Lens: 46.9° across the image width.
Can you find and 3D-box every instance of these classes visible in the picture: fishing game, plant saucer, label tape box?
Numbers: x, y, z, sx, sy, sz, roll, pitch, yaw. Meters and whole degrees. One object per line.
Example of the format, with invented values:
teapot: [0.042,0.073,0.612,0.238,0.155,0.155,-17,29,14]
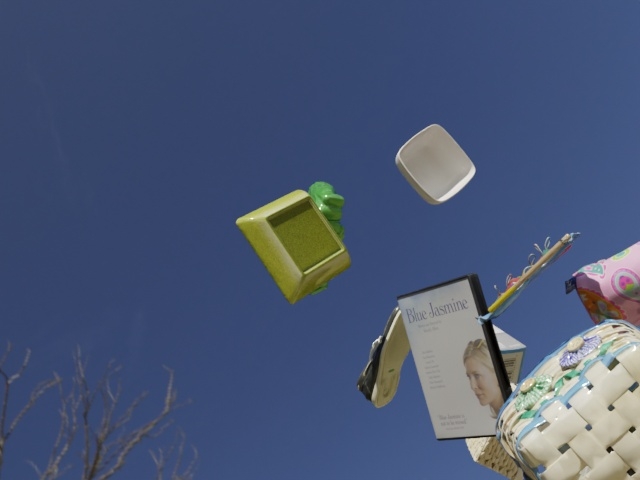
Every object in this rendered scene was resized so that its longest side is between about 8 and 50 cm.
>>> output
fishing game: [0.283,0.047,1.028,0.189,0.041,0.264,-47,-15,15]
plant saucer: [-0.036,-0.002,1.395,0.188,0.188,0.045,-30,-6,-44]
label tape box: [0.430,0.352,2.153,0.115,0.347,0.249,-5,-70,-27]

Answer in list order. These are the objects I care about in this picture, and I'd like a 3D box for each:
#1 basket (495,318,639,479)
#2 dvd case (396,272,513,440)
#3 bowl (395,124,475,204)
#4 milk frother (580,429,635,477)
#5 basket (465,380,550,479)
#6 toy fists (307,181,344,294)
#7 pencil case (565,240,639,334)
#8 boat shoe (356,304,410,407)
basket: [0.349,0.218,0.901,0.254,0.201,0.289,-42,-19,5]
dvd case: [0.219,0.193,1.190,0.022,0.180,0.253,-9,-100,-36]
bowl: [0.225,-0.146,1.484,0.142,0.142,0.053,-39,-3,-30]
milk frother: [0.657,0.515,1.693,0.143,0.129,0.135,34,-110,-57]
basket: [0.367,0.363,1.441,0.103,0.113,0.167,23,-81,-4]
toy fists: [0.000,0.000,1.801,0.096,0.142,0.279,9,-64,-9]
pencil case: [0.491,0.029,1.018,0.284,0.124,0.124,-35,-38,32]
boat shoe: [0.132,0.229,1.518,0.084,0.079,0.233,-2,-62,-39]
